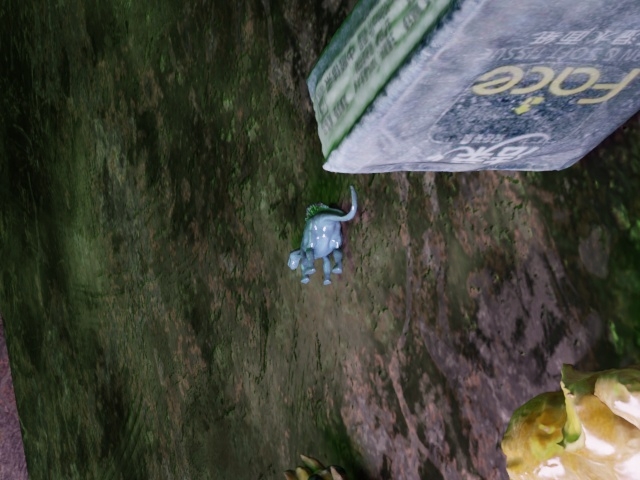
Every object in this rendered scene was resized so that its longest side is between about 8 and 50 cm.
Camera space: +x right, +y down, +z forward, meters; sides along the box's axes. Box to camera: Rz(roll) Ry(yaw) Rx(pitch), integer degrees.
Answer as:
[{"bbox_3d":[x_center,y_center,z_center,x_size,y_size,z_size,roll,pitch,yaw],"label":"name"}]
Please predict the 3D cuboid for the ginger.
[{"bbox_3d":[0.213,0.138,0.846,0.216,0.157,0.102,136,138,-64],"label":"ginger"}]

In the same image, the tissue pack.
[{"bbox_3d":[0.151,-0.153,0.810,0.316,0.228,0.103,132,130,-56],"label":"tissue pack"}]

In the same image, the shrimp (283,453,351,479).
[{"bbox_3d":[0.050,0.357,1.281,0.317,0.077,0.168,56,145,36],"label":"shrimp"}]

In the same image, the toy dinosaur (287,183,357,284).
[{"bbox_3d":[0.000,0.000,1.323,0.197,0.045,0.080,130,138,-59],"label":"toy dinosaur"}]
